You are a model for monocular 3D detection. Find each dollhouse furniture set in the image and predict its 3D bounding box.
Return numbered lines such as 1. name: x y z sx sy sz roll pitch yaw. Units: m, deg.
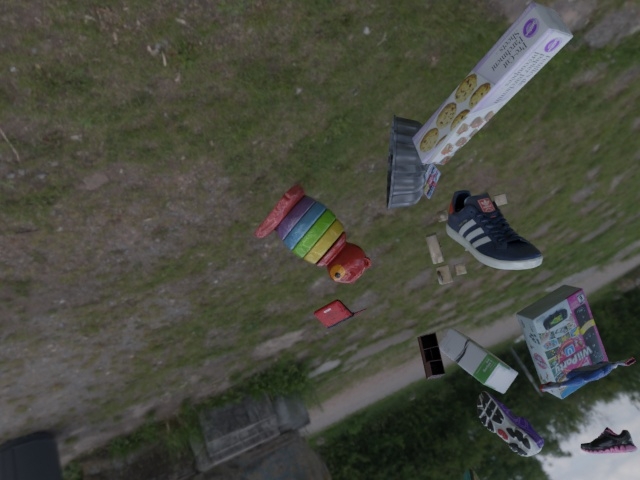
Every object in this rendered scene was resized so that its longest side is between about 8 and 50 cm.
1. dollhouse furniture set: 0.627 0.001 2.046 0.355 0.304 0.174 -16 -177 15

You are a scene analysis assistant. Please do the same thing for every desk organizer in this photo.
1. desk organizer: 0.335 0.347 1.496 0.047 0.130 0.050 -5 155 -9

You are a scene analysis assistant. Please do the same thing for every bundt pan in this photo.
1. bundt pan: 0.303 -0.268 1.734 0.124 0.331 0.331 3 151 4

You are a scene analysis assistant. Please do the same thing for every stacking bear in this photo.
1. stacking bear: 0.000 0.000 1.315 0.175 0.289 0.164 -48 -179 32

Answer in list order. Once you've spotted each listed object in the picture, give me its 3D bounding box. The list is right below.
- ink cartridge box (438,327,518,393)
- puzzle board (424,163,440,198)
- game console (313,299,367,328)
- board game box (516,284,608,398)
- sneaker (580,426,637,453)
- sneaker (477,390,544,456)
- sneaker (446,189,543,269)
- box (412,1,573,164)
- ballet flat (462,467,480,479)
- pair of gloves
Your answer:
1. ink cartridge box: 0.530 0.405 1.684 0.160 0.219 0.093 31 95 -41
2. puzzle board: 0.439 -0.246 1.988 0.096 0.011 0.128 41 67 -38
3. game console: 0.071 0.254 1.781 0.144 0.124 0.085 -35 -166 41
4. board game box: 0.818 0.337 1.669 0.223 0.304 0.097 -27 -169 -13
5. sneaker: 0.659 0.462 1.143 0.047 0.057 0.119 17 148 -42
6. sneaker: 0.425 0.412 1.119 0.071 0.170 0.069 -2 123 -35
7. sneaker: 0.448 -0.042 1.317 0.131 0.350 0.148 -10 114 -19
8. box: 0.284 -0.257 0.874 0.063 0.067 0.324 -1 151 -31
9. ballet flat: 0.559 0.980 1.739 0.123 0.123 0.349 -50 -170 34
10. pair of gloves: 0.586 0.289 1.086 0.198 0.023 0.159 -7 159 -36
